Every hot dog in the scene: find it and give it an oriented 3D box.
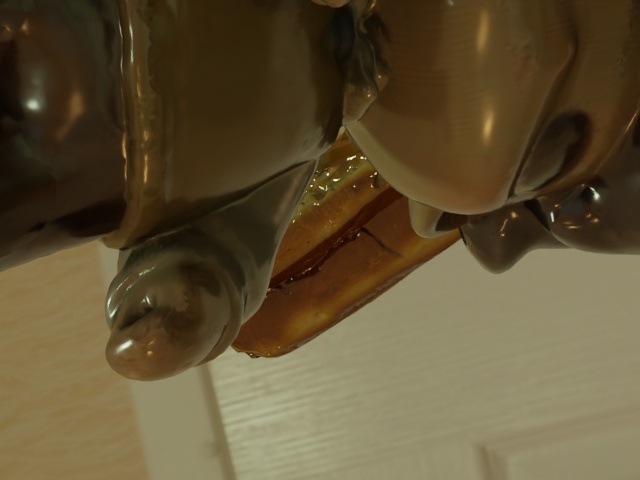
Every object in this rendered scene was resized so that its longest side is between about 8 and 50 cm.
[{"bbox_3d":[0.000,0.000,0.991,0.115,0.269,0.072,32,-138,-31],"label":"hot dog"}]

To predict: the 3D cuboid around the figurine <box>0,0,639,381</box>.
[{"bbox_3d":[0.036,-0.077,0.437,0.365,0.206,0.218,-21,-78,-45],"label":"figurine"}]
